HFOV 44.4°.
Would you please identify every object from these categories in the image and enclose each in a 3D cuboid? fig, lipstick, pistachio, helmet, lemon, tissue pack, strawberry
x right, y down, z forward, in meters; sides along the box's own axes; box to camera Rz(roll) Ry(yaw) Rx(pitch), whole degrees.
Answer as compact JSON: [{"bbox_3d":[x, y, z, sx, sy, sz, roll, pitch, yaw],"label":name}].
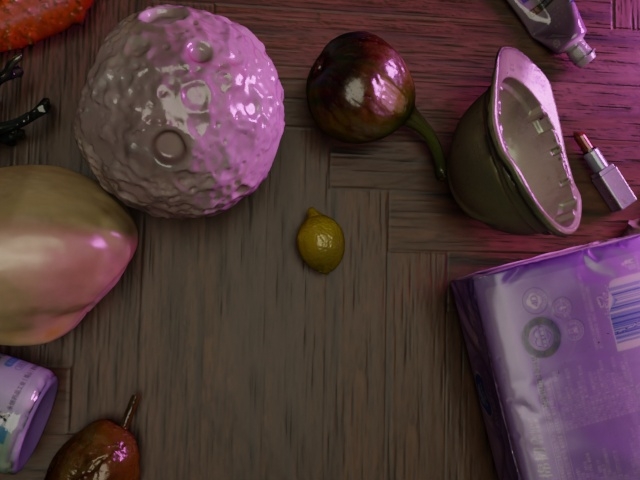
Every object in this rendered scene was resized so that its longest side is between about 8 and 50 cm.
[{"bbox_3d":[0.095,-0.167,1.044,0.245,0.149,0.149,32,82,-22],"label":"fig"},{"bbox_3d":[0.398,-0.103,1.114,0.030,0.030,0.129,-33,90,-8],"label":"lipstick"},{"bbox_3d":[-0.374,0.018,0.917,0.318,0.193,0.214,-3,84,-20],"label":"pistachio"},{"bbox_3d":[0.236,-0.110,1.044,0.204,0.137,0.258,15,62,-46],"label":"helmet"},{"bbox_3d":[0.000,0.000,1.040,0.065,0.065,0.092,-12,85,-8],"label":"lemon"},{"bbox_3d":[0.329,0.182,1.019,0.242,0.160,0.338,-13,88,-7],"label":"tissue pack"},{"bbox_3d":[-0.379,-0.314,0.993,0.188,0.121,0.082,-27,58,-5],"label":"strawberry"}]

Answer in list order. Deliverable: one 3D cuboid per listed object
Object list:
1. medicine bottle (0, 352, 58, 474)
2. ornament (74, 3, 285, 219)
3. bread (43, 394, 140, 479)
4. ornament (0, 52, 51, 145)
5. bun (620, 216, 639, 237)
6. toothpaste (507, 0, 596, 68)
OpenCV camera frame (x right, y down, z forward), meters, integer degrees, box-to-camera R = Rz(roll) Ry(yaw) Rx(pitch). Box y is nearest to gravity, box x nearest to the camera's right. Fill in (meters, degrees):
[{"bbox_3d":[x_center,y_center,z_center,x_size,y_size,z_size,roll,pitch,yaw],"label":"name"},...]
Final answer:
[{"bbox_3d":[-0.419,0.193,0.939,0.168,0.135,0.135,19,83,-4],"label":"medicine bottle"},{"bbox_3d":[-0.159,-0.146,0.939,0.225,0.259,0.259,20,83,-7],"label":"ornament"},{"bbox_3d":[-0.303,0.351,0.965,0.124,0.084,0.344,24,83,-5],"label":"bread"},{"bbox_3d":[-0.421,-0.143,0.927,0.236,0.202,0.080,-41,94,-32],"label":"ornament"},{"bbox_3d":[0.501,0.031,1.074,0.173,0.113,0.167,-3,86,-10],"label":"bun"},{"bbox_3d":[0.290,-0.372,1.117,0.075,0.048,0.301,-37,88,-4],"label":"toothpaste"}]
